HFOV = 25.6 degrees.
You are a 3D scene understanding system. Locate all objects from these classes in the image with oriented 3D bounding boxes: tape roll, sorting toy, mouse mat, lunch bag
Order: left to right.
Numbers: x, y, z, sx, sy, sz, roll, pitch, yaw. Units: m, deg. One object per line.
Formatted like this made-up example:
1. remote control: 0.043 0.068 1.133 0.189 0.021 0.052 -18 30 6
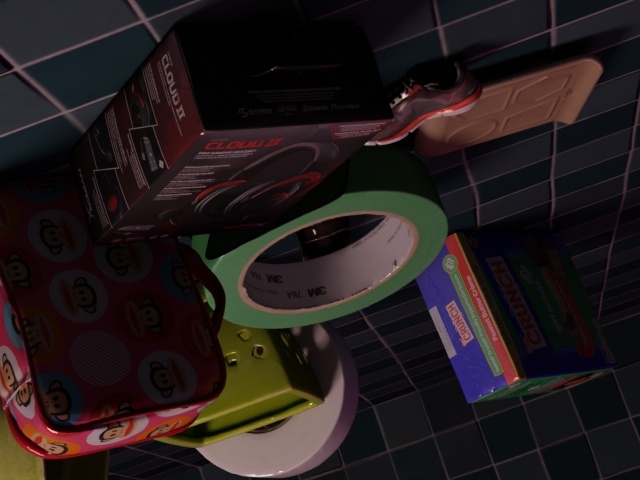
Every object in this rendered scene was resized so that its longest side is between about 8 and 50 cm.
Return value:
1. lunch bag: -0.225 0.069 1.491 0.258 0.293 0.120 -9 157 -30
2. tape roll: -0.084 0.235 2.247 0.286 0.286 0.100 -22 164 12
3. mouse mat: -0.046 -0.058 1.591 0.189 0.153 0.007 -24 122 22
4. tape roll: 0.000 0.000 1.789 0.321 0.077 0.321 -15 152 -9
5. sorting toy: 0.219 -0.166 1.690 0.208 0.038 0.193 -12 164 -6

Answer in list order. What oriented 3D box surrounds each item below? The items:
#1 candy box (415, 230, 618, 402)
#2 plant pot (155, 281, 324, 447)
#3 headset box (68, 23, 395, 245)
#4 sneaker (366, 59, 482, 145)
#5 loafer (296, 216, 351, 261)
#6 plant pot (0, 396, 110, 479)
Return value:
1. candy box: 0.327 0.122 2.360 0.317 0.268 0.122 -2 154 -47
2. plant pot: -0.146 0.174 2.100 0.228 0.207 0.227 -21 165 7
3. headset box: -0.086 -0.108 1.377 0.218 0.110 0.293 -7 161 -36
4. sneaker: 0.096 -0.160 1.552 0.158 0.061 0.065 -22 137 10
5. loafer: 0.013 0.014 1.973 0.080 0.078 0.220 -18 165 -1
6. plant pot: -0.439 0.263 1.854 0.253 0.276 0.276 -2 166 8
